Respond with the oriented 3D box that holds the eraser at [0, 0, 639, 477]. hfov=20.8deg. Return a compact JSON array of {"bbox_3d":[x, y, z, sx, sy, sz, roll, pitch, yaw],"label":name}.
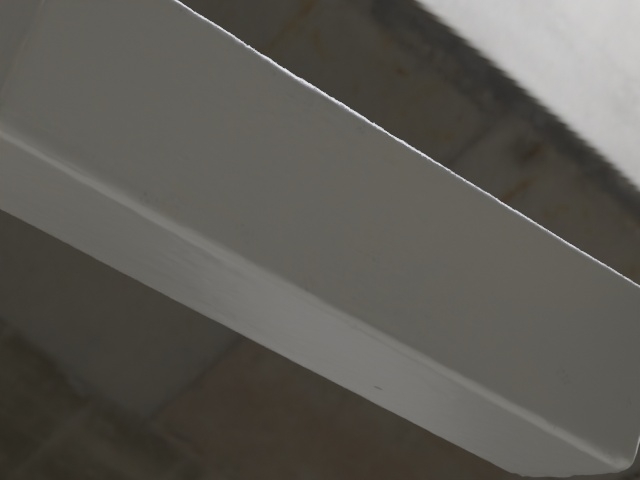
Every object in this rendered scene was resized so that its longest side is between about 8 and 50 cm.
[{"bbox_3d":[0.000,-0.001,0.672,0.298,0.078,0.076,29,-23,-26],"label":"eraser"}]
